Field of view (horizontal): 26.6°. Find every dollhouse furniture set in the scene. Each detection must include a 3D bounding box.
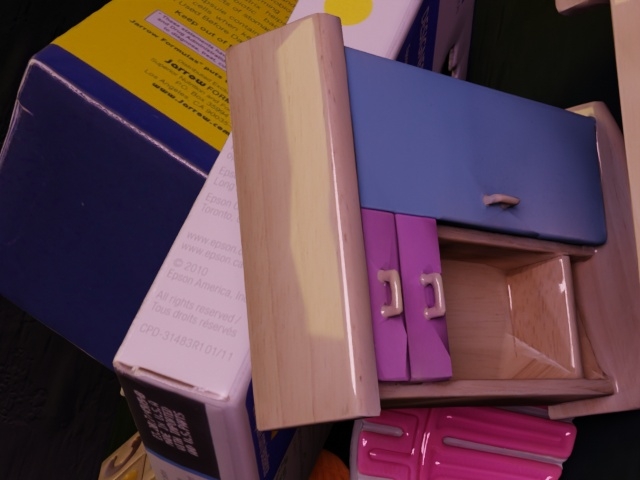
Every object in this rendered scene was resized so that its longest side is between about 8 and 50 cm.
[{"bbox_3d":[0.152,0.024,0.436,0.303,0.198,0.286,-14,76,40],"label":"dollhouse furniture set"}]

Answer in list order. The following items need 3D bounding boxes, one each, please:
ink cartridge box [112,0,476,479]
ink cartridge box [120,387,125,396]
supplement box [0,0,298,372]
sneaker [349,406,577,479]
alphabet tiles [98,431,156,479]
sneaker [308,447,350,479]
[{"bbox_3d":[0.000,0.000,0.726,0.303,0.072,0.307,87,-156,-62],"label":"ink cartridge box"},{"bbox_3d":[-0.110,0.014,1.511,0.223,0.129,0.307,-92,23,-59],"label":"ink cartridge box"},{"bbox_3d":[-0.066,-0.080,0.996,0.194,0.195,0.356,-59,-5,38],"label":"supplement box"},{"bbox_3d":[0.073,0.055,0.695,0.111,0.103,0.252,121,170,-63],"label":"sneaker"},{"bbox_3d":[-0.050,0.102,1.006,0.342,0.011,0.285,-42,16,11],"label":"alphabet tiles"},{"bbox_3d":[-0.047,0.265,0.919,0.121,0.099,0.262,141,147,-77],"label":"sneaker"}]
